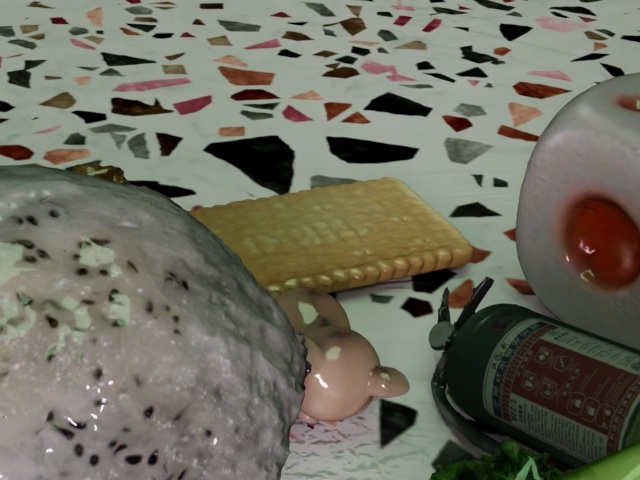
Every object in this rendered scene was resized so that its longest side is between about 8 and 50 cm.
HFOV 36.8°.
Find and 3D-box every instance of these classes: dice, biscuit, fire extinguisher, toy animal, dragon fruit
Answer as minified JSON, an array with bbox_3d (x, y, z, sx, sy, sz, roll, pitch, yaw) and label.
[{"bbox_3d":[0.291,-0.021,0.801,0.192,0.194,0.193,-21,37,-33],"label":"dice"},{"bbox_3d":[0.000,0.001,0.886,0.249,0.030,0.160,-11,35,-24],"label":"biscuit"},{"bbox_3d":[0.157,0.100,0.648,0.093,0.118,0.294,34,-7,-33],"label":"fire extinguisher"},{"bbox_3d":[-0.004,0.080,0.705,0.083,0.089,0.150,-12,25,-19],"label":"toy animal"},{"bbox_3d":[-0.154,0.047,0.558,0.204,0.221,0.283,-47,45,-7],"label":"dragon fruit"}]

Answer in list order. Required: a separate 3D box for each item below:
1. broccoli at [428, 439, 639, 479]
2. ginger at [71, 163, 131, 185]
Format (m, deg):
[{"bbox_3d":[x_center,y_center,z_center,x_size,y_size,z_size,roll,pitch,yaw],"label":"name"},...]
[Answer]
[{"bbox_3d":[0.147,0.181,0.394,0.308,0.275,0.308,25,7,-3],"label":"broccoli"},{"bbox_3d":[-0.163,0.021,0.772,0.073,0.103,0.162,-22,56,-16],"label":"ginger"}]
